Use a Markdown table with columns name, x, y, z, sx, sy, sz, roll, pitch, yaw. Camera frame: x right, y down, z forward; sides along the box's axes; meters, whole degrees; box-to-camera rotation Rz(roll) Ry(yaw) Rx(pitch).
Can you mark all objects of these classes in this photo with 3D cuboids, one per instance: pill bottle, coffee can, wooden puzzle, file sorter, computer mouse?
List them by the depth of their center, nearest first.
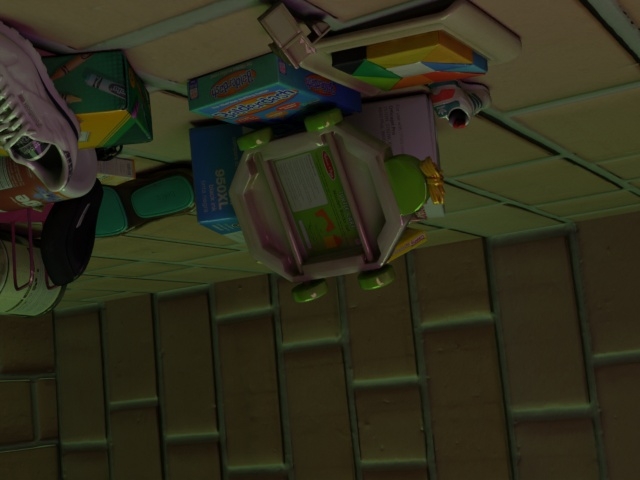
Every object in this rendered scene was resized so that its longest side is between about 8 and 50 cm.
| name | x | y | z | sx | sy | sz | roll | pitch | yaw |
| --- | --- | --- | --- | --- | --- | --- | --- | --- | --- |
| wooden puzzle | 0.121 | -0.241 | 1.277 | 0.238 | 0.044 | 0.221 | -11 | 169 | 31 |
| pill bottle | -0.468 | -0.110 | 1.513 | 0.216 | 0.121 | 0.121 | -9 | 171 | 25 |
| computer mouse | -0.428 | -0.053 | 1.573 | 0.184 | 0.262 | 0.060 | -6 | 153 | 39 |
| file sorter | -0.683 | 0.013 | 1.987 | 0.290 | 0.182 | 0.202 | -1 | 171 | -28 |
| coffee can | -0.760 | 0.078 | 2.302 | 0.201 | 0.202 | 0.275 | -8 | 171 | 14 |

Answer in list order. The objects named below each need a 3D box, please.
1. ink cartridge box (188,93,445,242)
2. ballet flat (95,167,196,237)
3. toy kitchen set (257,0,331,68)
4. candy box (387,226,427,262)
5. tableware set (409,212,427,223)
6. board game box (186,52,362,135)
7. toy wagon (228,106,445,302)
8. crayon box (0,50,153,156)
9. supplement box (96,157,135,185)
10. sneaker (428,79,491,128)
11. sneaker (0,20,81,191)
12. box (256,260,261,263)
| name | x | y | z | sx | sy | sz | roll | pitch | yaw |
| --- | --- | --- | --- | --- | --- | --- | --- | --- | --- |
| ink cartridge box | 0.008 | -0.112 | 1.644 | 0.394 | 0.166 | 0.285 | -8 | 172 | 9 |
| ballet flat | -0.359 | -0.081 | 1.902 | 0.342 | 0.116 | 0.124 | -14 | -172 | 24 |
| toy kitchen set | -0.035 | -0.259 | 1.140 | 0.068 | 0.075 | 0.083 | -41 | -150 | -2 |
| candy box | 0.082 | -0.005 | 1.751 | 0.105 | 0.027 | 0.205 | -25 | -155 | -37 |
| tableware set | 0.096 | -0.026 | 1.641 | 0.141 | 0.020 | 0.169 | -5 | 171 | -11 |
| board game box | -0.063 | -0.205 | 1.386 | 0.160 | 0.047 | 0.210 | -12 | 169 | 33 |
| toy wagon | 0.030 | -0.057 | 1.405 | 0.344 | 0.267 | 0.068 | -12 | -165 | 30 |
| crayon box | -0.376 | -0.175 | 1.278 | 0.278 | 0.081 | 0.165 | -5 | 171 | 0 |
| supplement box | -0.391 | -0.126 | 1.739 | 0.062 | 0.036 | 0.098 | -14 | 168 | 40 |
| sneaker | 0.214 | -0.203 | 1.475 | 0.057 | 0.075 | 0.161 | -11 | 169 | 33 |
| sneaker | -0.354 | -0.158 | 1.111 | 0.090 | 0.095 | 0.235 | -19 | 137 | 17 |
| box | 0.000 | 0.000 | 1.571 | 0.087 | 0.058 | 0.232 | 20 | 157 | -40 |
